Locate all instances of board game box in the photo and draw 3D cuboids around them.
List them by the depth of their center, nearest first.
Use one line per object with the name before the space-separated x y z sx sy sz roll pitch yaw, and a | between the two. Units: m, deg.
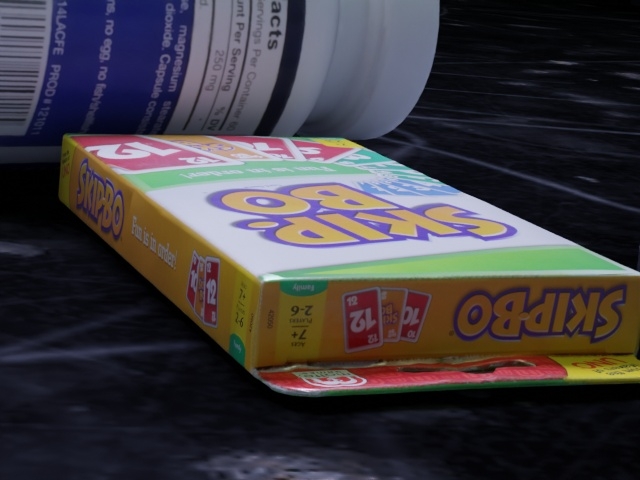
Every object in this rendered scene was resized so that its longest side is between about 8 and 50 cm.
board game box | 0.000 0.000 0.550 0.124 0.039 0.259 -1 16 -22

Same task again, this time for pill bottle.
pill bottle | -0.087 -0.107 0.722 0.264 0.153 0.153 -2 14 -33

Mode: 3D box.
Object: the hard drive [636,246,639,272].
hard drive | 0.230 0.011 0.379 0.237 0.064 0.339 8 2 -3
